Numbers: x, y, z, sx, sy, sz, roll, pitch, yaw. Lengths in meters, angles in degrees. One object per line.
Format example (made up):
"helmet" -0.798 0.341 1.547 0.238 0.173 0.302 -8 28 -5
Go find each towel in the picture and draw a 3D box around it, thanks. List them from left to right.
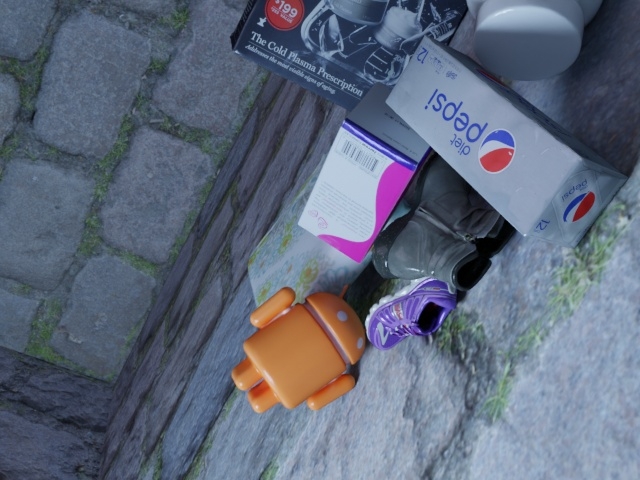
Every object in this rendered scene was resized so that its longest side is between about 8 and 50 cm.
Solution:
"towel" 0.000 0.000 1.352 0.321 0.090 0.374 -54 20 10

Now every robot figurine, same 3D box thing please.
"robot figurine" -0.027 0.161 1.125 0.219 0.158 0.128 -35 -29 -9

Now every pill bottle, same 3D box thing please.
"pill bottle" 0.274 -0.355 0.953 0.169 0.169 0.302 -36 34 58

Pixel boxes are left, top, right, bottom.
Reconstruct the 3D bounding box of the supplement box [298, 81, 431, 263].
"supplement box" 0.066 -0.088 1.045 0.114 0.111 0.220 -53 -6 -41

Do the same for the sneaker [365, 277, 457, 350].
"sneaker" 0.117 0.103 0.999 0.170 0.068 0.071 -49 30 42

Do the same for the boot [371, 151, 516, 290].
"boot" 0.187 -0.034 0.961 0.161 0.083 0.247 5 51 48

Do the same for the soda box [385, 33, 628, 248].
"soda box" 0.194 -0.116 0.843 0.098 0.091 0.286 -59 43 22

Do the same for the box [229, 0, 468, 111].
"box" 0.054 -0.419 1.380 0.313 0.343 0.179 -62 17 15

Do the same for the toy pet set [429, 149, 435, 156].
"toy pet set" 0.172 -0.199 1.220 0.122 0.065 0.114 -68 18 -6
